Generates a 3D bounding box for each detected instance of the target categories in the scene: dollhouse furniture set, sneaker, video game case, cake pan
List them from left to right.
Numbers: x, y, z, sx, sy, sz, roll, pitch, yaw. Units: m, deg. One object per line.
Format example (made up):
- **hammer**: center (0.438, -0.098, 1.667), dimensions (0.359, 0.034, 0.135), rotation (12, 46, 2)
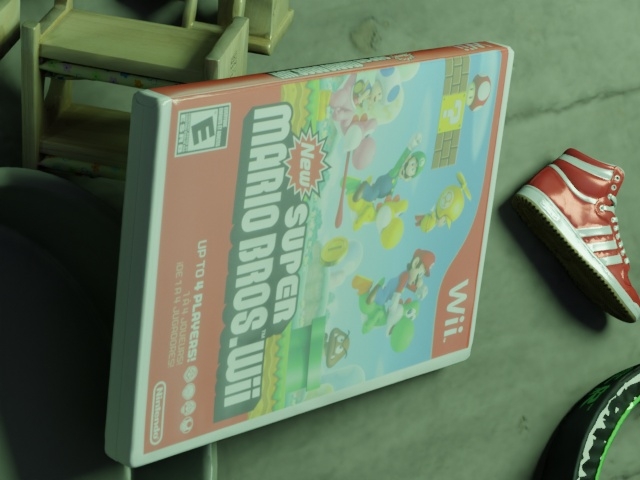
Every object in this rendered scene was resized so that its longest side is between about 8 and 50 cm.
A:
- **cake pan**: center (-0.165, 0.110, 1.009), dimensions (0.293, 0.054, 0.293), rotation (16, 70, -52)
- **dollhouse furniture set**: center (-0.123, -0.105, 1.113), dimensions (0.181, 0.161, 0.101), rotation (11, 122, 10)
- **video game case**: center (0.000, 0.000, 1.091), dimensions (0.285, 0.025, 0.204), rotation (-14, 117, -45)
- **sneaker**: center (0.184, -0.006, 1.265), dimensions (0.067, 0.042, 0.118), rotation (-46, 105, -19)

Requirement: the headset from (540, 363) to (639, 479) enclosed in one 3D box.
- **headset**: center (0.294, 0.255, 1.227), dimensions (0.243, 0.185, 0.394), rotation (-18, 84, -27)
